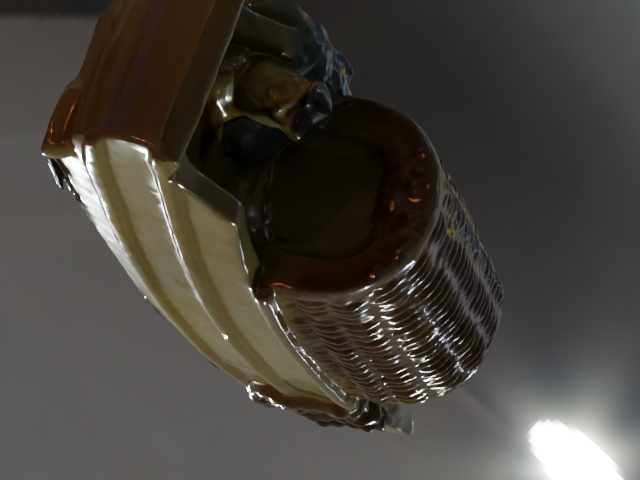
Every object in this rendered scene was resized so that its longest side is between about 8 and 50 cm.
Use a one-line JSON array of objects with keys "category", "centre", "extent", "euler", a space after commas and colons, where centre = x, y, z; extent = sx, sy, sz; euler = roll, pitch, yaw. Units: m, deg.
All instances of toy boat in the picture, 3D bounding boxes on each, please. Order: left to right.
[{"category": "toy boat", "centre": [0.000, 0.000, 0.710], "extent": [0.115, 0.089, 0.310], "euler": [16, 162, 17]}]
